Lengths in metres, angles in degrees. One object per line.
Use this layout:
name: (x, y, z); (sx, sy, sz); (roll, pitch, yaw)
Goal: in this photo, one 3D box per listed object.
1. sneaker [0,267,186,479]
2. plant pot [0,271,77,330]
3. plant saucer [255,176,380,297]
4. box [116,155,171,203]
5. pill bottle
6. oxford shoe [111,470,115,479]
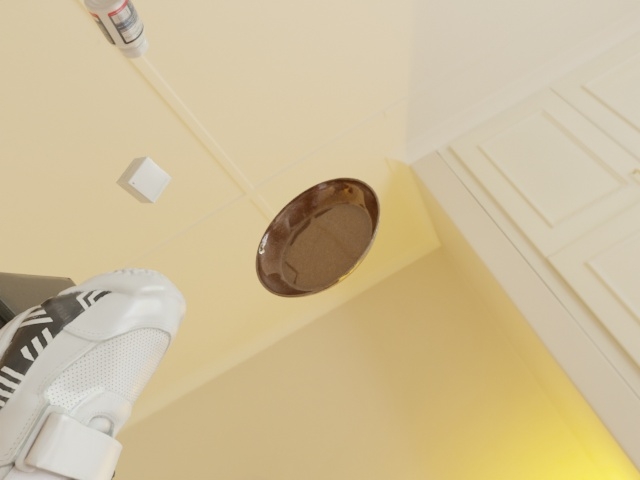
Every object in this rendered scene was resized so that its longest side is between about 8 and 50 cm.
sneaker: (-0.183, 0.197, 0.333); (0.366, 0.210, 0.137); (-49, -25, -23)
plant pot: (-0.376, 0.165, 0.638); (0.187, 0.167, 0.188); (-55, -14, 0)
plant saucer: (0.000, 0.000, 0.685); (0.199, 0.198, 0.036); (-34, -51, 10)
box: (-0.519, -0.177, 1.473); (0.102, 0.087, 0.101); (45, -116, -36)
pill bottle: (-0.527, -0.572, 1.313); (0.108, 0.108, 0.180); (-22, -23, -5)
oxford shoe: (-0.368, 0.272, 0.758); (0.096, 0.227, 0.083); (-28, -38, 25)
